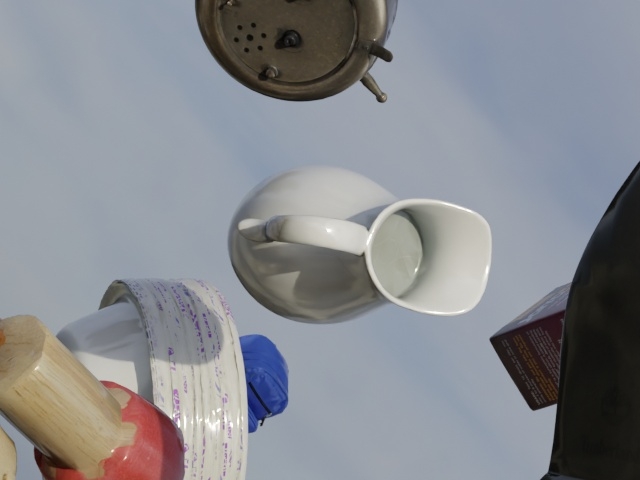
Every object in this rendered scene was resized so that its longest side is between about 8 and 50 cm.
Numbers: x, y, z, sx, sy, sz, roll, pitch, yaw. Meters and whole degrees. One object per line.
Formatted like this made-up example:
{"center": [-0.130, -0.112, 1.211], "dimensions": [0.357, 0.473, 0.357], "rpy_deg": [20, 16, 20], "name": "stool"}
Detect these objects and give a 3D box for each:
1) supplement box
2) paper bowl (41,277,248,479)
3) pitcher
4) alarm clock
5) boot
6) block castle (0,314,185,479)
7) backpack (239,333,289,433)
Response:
{"center": [0.251, 0.075, 1.727], "dimensions": [0.080, 0.104, 0.188], "rpy_deg": [59, -35, -3], "name": "supplement box"}
{"center": [-0.176, 0.177, 1.851], "dimensions": [0.284, 0.148, 0.284], "rpy_deg": [180, -90, -69], "name": "paper bowl"}
{"center": [0.000, 0.000, 1.504], "dimensions": [0.178, 0.125, 0.207], "rpy_deg": [16, -6, -37], "name": "pitcher"}
{"center": [-0.036, -0.161, 1.297], "dimensions": [0.192, 0.064, 0.129], "rpy_deg": [19, -57, 5], "name": "alarm clock"}
{"center": [0.176, 0.070, 0.879], "dimensions": [0.115, 0.305, 0.112], "rpy_deg": [19, -1, -33], "name": "boot"}
{"center": [-0.318, 0.210, 1.185], "dimensions": [0.303, 0.453, 0.213], "rpy_deg": [30, -16, 37], "name": "block castle"}
{"center": [-0.094, 0.167, 2.183], "dimensions": [0.098, 0.120, 0.101], "rpy_deg": [58, 19, -44], "name": "backpack"}
